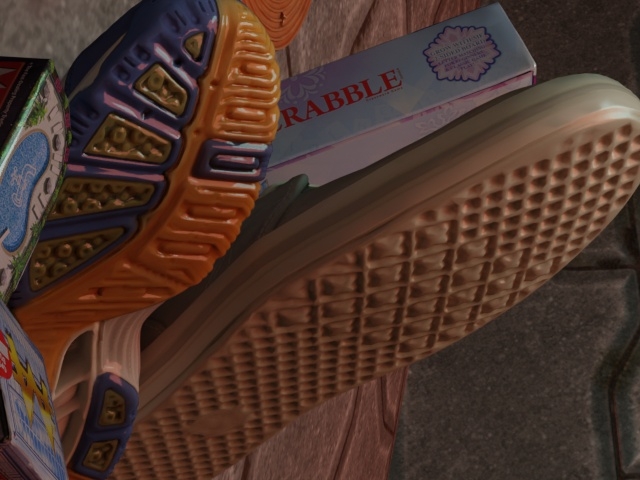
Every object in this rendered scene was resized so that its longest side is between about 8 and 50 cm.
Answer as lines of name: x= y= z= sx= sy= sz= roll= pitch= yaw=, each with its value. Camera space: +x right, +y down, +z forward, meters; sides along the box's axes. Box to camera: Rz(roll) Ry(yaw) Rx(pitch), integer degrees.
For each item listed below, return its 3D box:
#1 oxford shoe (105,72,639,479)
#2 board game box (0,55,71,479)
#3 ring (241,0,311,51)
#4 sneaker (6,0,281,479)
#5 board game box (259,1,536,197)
oxford shoe: x=-0.025 y=0.025 z=0.597 sx=0.169 sy=0.449 sz=0.130 roll=22 pitch=44 yaw=-44
board game box: x=-0.162 y=0.022 z=0.355 sx=0.060 sy=0.194 sz=0.194 roll=77 pitch=25 yaw=-53
ring: x=-0.046 y=-0.350 z=0.975 sx=0.336 sy=0.032 sz=0.336 roll=6 pitch=90 yaw=-77
sneaker: x=-0.126 y=-0.007 z=0.504 sx=0.112 sy=0.131 sz=0.296 roll=10 pitch=123 yaw=-38
board game box: x=0.000 y=0.000 z=0.771 sx=0.318 sy=0.318 sz=0.066 roll=73 pitch=-4 yaw=-59
